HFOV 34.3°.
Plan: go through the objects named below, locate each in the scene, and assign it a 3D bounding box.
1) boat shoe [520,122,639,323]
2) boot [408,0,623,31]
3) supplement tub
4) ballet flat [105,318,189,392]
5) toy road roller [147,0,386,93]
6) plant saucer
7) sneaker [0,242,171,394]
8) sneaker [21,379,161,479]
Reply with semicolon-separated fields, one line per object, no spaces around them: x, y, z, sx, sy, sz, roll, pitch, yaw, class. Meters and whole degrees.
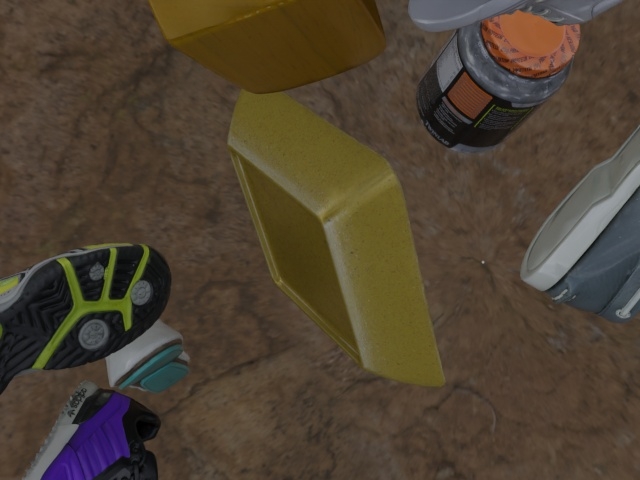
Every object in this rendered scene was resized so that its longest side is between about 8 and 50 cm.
0.277;-0.052;0.743;0.099;0.116;0.319;35;127;-6;boat shoe
0.237;-0.273;1.161;0.258;0.123;0.095;-18;54;24;boot
0.290;-0.282;1.708;0.194;0.316;0.193;4;73;-12;supplement tub
-0.299;0.175;1.712;0.139;0.400;0.139;0;78;-2;ballet flat
0.011;-0.207;0.424;0.241;0.329;0.202;-16;85;8;toy road roller
0.000;0.000;1.256;0.081;0.333;0.332;-29;128;-18;plant saucer
-0.360;0.088;1.228;0.385;0.147;0.145;-22;117;-30;sneaker
-0.273;0.295;1.260;0.146;0.293;0.102;18;129;0;sneaker
